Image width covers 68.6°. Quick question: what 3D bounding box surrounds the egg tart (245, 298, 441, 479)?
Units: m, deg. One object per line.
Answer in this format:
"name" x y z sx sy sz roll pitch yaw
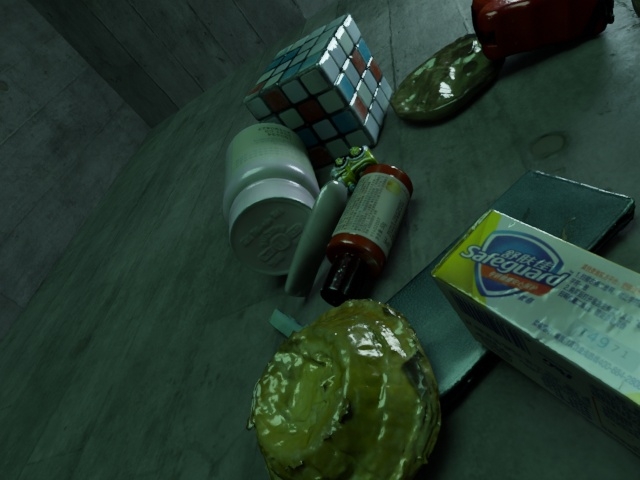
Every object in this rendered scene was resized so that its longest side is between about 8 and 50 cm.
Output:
"egg tart" 0.011 0.201 0.591 0.290 0.115 0.290 -30 43 32

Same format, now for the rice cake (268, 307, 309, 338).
"rice cake" -0.036 0.159 0.812 0.180 0.030 0.042 22 80 55

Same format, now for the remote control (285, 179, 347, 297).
"remote control" 0.000 0.000 0.865 0.044 0.073 0.229 21 92 35

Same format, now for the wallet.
"wallet" 0.228 0.055 0.647 0.379 0.046 0.190 -42 32 -4

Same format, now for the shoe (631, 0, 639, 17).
"shoe" 0.605 -0.423 0.715 0.198 0.172 0.351 -16 41 30

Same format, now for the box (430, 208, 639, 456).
"box" 0.248 0.094 0.428 0.097 0.168 0.265 -47 40 -5

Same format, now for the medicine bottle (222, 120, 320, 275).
"medicine bottle" -0.111 -0.107 1.048 0.213 0.213 0.379 -33 32 13

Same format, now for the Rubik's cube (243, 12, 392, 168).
"Rubik's cube" 0.005 -0.373 1.216 0.256 0.253 0.259 -13 42 36

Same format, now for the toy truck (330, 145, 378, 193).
"toy truck" 0.079 -0.150 1.045 0.111 0.076 0.077 -37 51 8

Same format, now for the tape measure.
"tape measure" 0.451 -0.492 0.986 0.253 0.114 0.260 -9 41 21

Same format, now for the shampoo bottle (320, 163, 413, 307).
"shampoo bottle" 0.077 -0.006 0.827 0.104 0.104 0.278 -7 45 42

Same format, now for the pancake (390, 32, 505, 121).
"pancake" 0.296 -0.382 1.110 0.294 0.049 0.294 -28 35 22
